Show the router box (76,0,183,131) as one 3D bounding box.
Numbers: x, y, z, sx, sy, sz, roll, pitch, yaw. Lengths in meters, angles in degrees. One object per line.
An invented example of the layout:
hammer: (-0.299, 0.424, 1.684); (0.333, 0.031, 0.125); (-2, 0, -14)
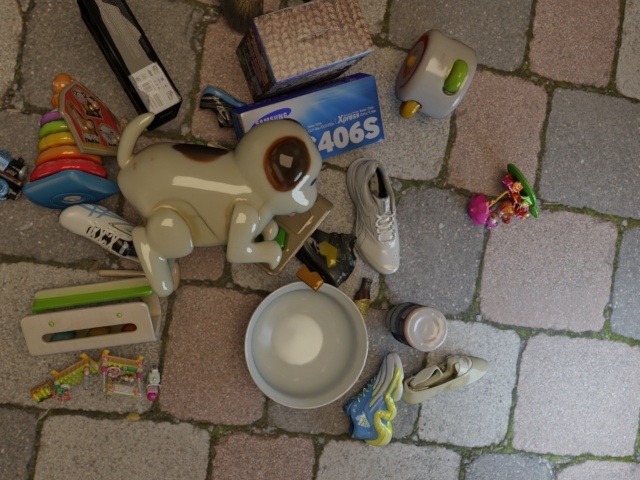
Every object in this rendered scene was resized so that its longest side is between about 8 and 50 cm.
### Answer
router box: (-0.417, -0.402, 1.665); (0.081, 0.243, 0.308); (-31, 98, -12)

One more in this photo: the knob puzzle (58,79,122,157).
knob puzzle: (-0.501, -0.275, 1.684); (0.030, 0.213, 0.213); (-31, 99, 21)

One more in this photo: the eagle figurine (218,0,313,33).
eagle figurine: (-0.127, -0.659, 1.764); (0.225, 0.226, 0.298); (-12, 88, -33)

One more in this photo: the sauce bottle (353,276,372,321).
sauce bottle: (0.102, 0.156, 1.901); (0.042, 0.042, 0.128); (13, 89, -14)

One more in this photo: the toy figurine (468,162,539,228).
toy figurine: (0.461, -0.087, 1.968); (0.159, 0.130, 0.173); (-31, 123, 2)

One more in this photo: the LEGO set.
LEGO set: (-0.500, 0.328, 1.700); (0.287, 0.107, 0.132); (-3, 131, -15)

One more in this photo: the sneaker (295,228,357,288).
sneaker: (0.000, 0.000, 1.858); (0.227, 0.087, 0.130); (46, 57, 7)

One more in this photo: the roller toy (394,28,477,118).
roller toy: (0.273, -0.406, 1.861); (0.146, 0.209, 0.191); (25, 50, -13)

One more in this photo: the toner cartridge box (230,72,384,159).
toner cartridge box: (-0.024, -0.273, 1.806); (0.348, 0.075, 0.165); (-20, 114, -19)

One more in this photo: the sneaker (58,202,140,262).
sneaker: (-0.467, -0.013, 1.704); (0.237, 0.086, 0.085); (25, 108, -33)

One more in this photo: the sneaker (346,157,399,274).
sneaker: (0.136, -0.057, 1.863); (0.111, 0.129, 0.297); (-16, 96, -15)

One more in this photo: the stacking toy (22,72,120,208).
stacking toy: (-0.563, -0.231, 1.690); (0.166, 0.175, 0.301); (-15, 76, 23)

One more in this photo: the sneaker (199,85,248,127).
sneaker: (-0.203, -0.294, 1.818); (0.188, 0.067, 0.078); (31, 105, -14)

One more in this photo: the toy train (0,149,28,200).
toy train: (-0.733, -0.163, 1.677); (0.184, 0.080, 0.105); (30, 78, -12)

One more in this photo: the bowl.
bowl: (-0.044, 0.240, 1.820); (0.298, 0.134, 0.297); (0, 90, -13)

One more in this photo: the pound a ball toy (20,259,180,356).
pound a ball toy: (-0.475, 0.159, 1.718); (0.319, 0.208, 0.135); (-7, 116, -2)

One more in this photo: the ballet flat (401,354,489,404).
ballet flat: (0.315, 0.338, 1.928); (0.249, 0.086, 0.086); (-23, 96, -13)

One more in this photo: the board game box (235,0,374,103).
board game box: (-0.045, -0.432, 1.730); (0.232, 0.291, 0.141); (-21, 95, -12)

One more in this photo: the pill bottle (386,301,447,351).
pill bottle: (0.227, 0.205, 1.861); (0.108, 0.180, 0.107); (0, 91, -13)

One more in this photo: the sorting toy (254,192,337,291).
sorting toy: (-0.080, -0.032, 1.781); (0.307, 0.041, 0.229); (37, 79, 20)

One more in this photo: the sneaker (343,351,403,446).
sneaker: (0.128, 0.390, 1.886); (0.126, 0.091, 0.240); (8, 90, -13)

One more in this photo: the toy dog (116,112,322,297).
toy dog: (-0.193, -0.122, 1.631); (0.408, 0.284, 0.395); (-18, 104, 6)

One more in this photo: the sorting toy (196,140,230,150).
sorting toy: (-0.264, -0.204, 1.822); (0.083, 0.012, 0.062); (23, 86, -13)
